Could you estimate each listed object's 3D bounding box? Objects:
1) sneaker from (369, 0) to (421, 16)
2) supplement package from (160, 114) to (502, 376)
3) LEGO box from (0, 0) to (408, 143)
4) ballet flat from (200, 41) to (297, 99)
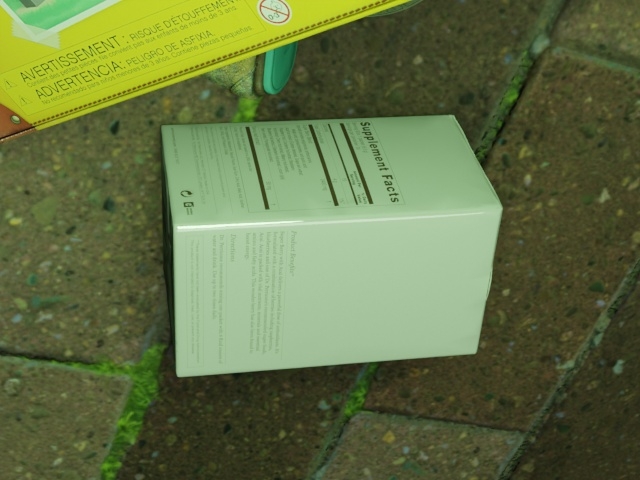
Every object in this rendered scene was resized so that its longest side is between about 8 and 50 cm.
[{"bbox_3d":[0.081,-0.281,0.998,0.083,0.118,0.222,25,148,-28],"label":"sneaker"},{"bbox_3d":[0.000,0.000,1.125,0.293,0.175,0.177,-3,126,-10],"label":"supplement package"},{"bbox_3d":[-0.125,-0.301,0.719,0.500,0.193,0.372,-13,131,33],"label":"LEGO box"},{"bbox_3d":[-0.051,-0.280,0.950,0.123,0.123,0.348,5,124,-16],"label":"ballet flat"}]
